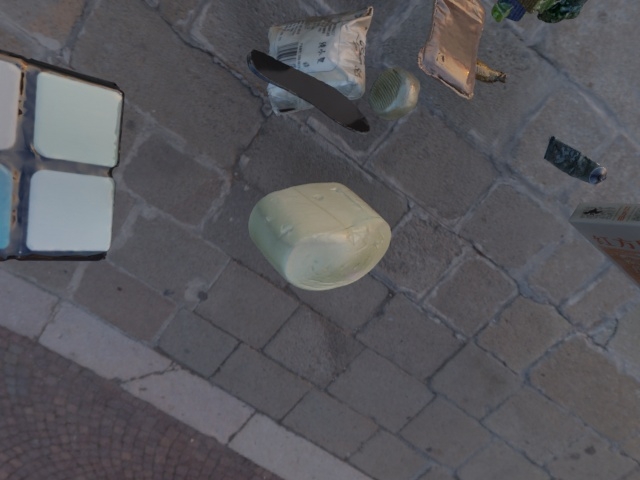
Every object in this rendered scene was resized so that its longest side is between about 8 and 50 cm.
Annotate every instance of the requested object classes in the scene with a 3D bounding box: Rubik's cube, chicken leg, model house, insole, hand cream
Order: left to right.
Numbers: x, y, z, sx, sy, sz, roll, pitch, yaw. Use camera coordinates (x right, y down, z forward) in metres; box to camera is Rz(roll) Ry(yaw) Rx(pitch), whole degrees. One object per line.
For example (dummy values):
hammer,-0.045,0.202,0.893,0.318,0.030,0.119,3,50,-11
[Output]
Rubik's cube,-0.313,-0.077,0.423,0.167,0.183,0.180,4,96,-45
insole,-0.013,-0.297,0.888,0.309,0.110,0.012,15,145,-36
chicken leg,0.483,-0.524,1.367,0.207,0.085,0.101,11,141,-10
model house,0.570,-0.658,1.155,0.189,0.214,0.195,-22,86,-4
hand cream,0.742,-0.232,1.281,0.052,0.248,0.075,18,117,-24

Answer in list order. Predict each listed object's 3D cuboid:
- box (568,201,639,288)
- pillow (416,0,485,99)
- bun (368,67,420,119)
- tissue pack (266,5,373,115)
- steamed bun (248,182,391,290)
box,0.632,0.059,0.755,0.365,0.204,0.051,37,86,-16
pillow,0.237,-0.358,0.765,0.135,0.034,0.211,20,73,-24
bun,0.244,-0.464,1.393,0.113,0.173,0.166,22,156,-40
tissue pack,-0.016,-0.633,1.495,0.389,0.195,0.376,-2,69,18
steamed bun,0.000,0.000,1.562,0.455,0.371,0.290,-12,129,-30
